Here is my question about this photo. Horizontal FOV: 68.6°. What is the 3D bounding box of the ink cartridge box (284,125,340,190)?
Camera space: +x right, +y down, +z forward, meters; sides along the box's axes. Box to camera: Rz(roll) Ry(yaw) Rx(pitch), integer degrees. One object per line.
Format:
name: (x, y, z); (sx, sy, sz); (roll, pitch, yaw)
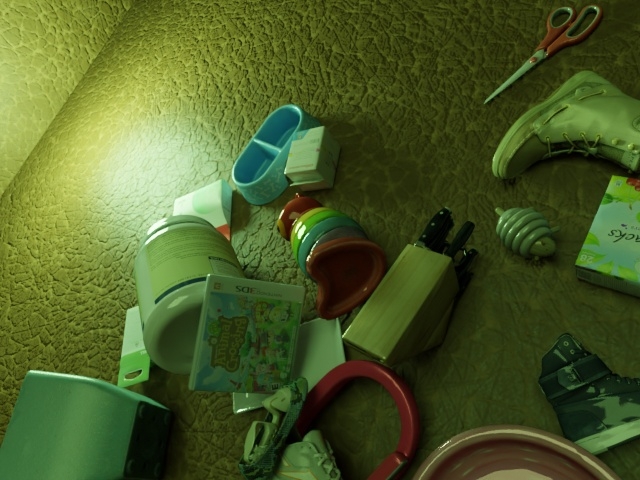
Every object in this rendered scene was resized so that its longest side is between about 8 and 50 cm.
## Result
ink cartridge box: (-0.019, -0.191, 1.158); (0.092, 0.090, 0.143); (-3, 64, 31)

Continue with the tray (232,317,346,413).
tray: (-0.067, 0.258, 0.971); (0.270, 0.030, 0.145); (-22, 53, 20)

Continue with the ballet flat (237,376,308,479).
ballet flat: (-0.078, 0.301, 0.779); (0.070, 0.070, 0.188); (-1, 47, 32)

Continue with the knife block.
knife block: (0.170, 0.064, 0.802); (0.088, 0.275, 0.242); (19, 105, 39)

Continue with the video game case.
video game case: (-0.135, 0.181, 0.890); (0.023, 0.193, 0.212); (-178, 97, -68)

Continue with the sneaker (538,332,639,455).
sneaker: (0.427, 0.189, 0.661); (0.226, 0.086, 0.163); (-29, 55, 17)

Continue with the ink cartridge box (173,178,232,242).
ink cartridge box: (-0.331, -0.042, 1.296); (0.181, 0.056, 0.225); (-19, 54, 23)

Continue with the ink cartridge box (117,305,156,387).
ink cartridge box: (-0.438, 0.264, 1.181); (0.109, 0.062, 0.209); (-20, 55, 22)

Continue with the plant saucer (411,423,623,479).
plant saucer: (0.271, 0.422, 0.621); (0.332, 0.084, 0.332); (-14, 61, 27)

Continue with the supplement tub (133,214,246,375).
supplement tub: (-0.284, 0.107, 1.047); (0.235, 0.235, 0.325); (-41, 41, 6)

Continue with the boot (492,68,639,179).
boot: (0.466, -0.172, 0.841); (0.262, 0.095, 0.203); (-40, 51, 1)

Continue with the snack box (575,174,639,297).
snack box: (0.528, 0.007, 0.712); (0.207, 0.070, 0.174); (21, 76, 40)

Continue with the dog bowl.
dog bowl: (-0.124, -0.238, 1.262); (0.166, 0.074, 0.297); (29, 82, 40)

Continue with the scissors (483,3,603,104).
scissors: (0.478, -0.394, 1.004); (0.109, 0.021, 0.297); (36, 84, 38)

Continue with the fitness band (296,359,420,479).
fitness band: (0.044, 0.344, 0.816); (0.291, 0.054, 0.209); (-50, 50, 13)

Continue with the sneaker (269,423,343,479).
sneaker: (-0.005, 0.376, 0.747); (0.262, 0.099, 0.121); (15, 80, 41)

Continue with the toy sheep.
toy sheep: (0.358, -0.018, 0.826); (0.091, 0.091, 0.132); (-43, 46, 4)

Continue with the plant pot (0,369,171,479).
plant pot: (-0.474, 0.428, 1.004); (0.252, 0.248, 0.247); (-3, 61, 13)

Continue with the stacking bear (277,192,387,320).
stacking bear: (0.000, 0.000, 0.999); (0.164, 0.175, 0.289); (-22, 37, -15)
